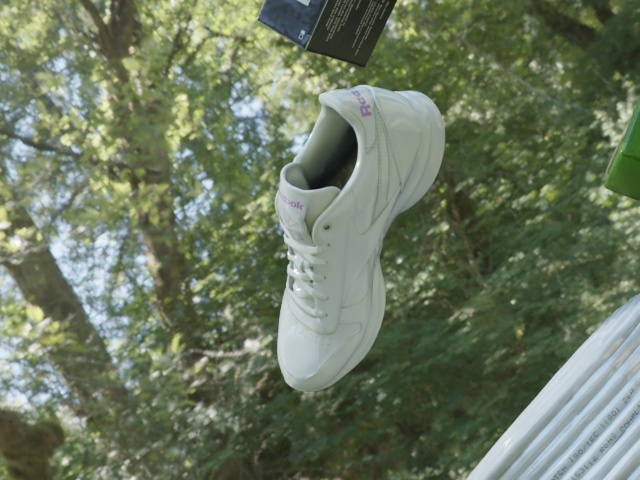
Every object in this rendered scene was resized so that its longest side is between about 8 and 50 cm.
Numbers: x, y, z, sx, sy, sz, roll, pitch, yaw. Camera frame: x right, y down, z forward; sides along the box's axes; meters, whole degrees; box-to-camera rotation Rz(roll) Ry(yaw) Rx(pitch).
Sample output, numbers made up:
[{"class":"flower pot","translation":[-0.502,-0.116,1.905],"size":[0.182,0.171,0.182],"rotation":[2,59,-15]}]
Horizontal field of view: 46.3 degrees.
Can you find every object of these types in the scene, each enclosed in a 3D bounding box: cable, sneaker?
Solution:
[{"class":"cable","translation":[0.195,0.146,0.558],"size":[0.257,0.089,0.257],"rotation":[-42,-22,-16]},{"class":"sneaker","translation":[0.000,0.000,0.688],"size":[0.152,0.114,0.305],"rotation":[2,-68,-46]}]

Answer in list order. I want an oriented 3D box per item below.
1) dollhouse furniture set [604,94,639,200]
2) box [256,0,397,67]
[{"class":"dollhouse furniture set","translation":[0.448,-0.073,0.887],"size":[0.151,0.197,0.301],"rotation":[-65,-17,-13]},{"class":"box","translation":[0.022,-0.322,0.963],"size":[0.158,0.093,0.156],"rotation":[-5,-54,-57]}]
